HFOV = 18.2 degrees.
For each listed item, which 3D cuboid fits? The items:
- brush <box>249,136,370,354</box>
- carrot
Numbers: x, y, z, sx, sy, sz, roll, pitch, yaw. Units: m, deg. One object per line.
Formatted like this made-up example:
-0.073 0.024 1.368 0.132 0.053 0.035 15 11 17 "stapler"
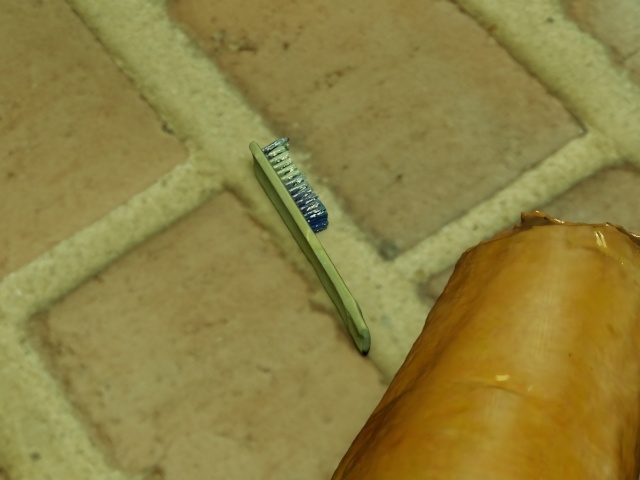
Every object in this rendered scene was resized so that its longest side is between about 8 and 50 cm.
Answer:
0.000 0.000 1.327 0.030 0.033 0.178 -18 53 -18 "brush"
0.099 0.112 1.139 0.196 0.196 0.254 8 54 17 "carrot"
